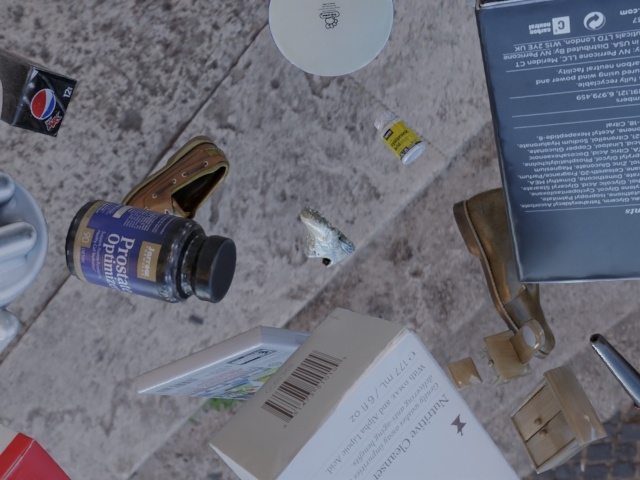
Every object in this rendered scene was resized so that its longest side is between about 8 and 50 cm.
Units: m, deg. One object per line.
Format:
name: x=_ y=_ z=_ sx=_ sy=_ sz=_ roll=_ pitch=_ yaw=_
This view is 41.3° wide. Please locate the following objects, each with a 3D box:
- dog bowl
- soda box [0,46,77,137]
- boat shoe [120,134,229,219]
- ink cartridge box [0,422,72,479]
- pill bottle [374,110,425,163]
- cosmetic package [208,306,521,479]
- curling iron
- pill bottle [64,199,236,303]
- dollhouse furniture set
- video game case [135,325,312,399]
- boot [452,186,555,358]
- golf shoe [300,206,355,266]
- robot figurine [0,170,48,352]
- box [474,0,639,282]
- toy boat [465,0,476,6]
dog bowl: x=0.020 y=-0.484 z=1.779 sx=0.265 sy=0.104 sz=0.265 roll=-1 pitch=123 yaw=-1
soda box: x=-0.309 y=-0.153 z=0.795 sx=0.169 sy=0.053 sz=0.060 roll=26 pitch=96 yaw=30
boat shoe: x=-0.314 y=-0.080 z=1.761 sx=0.307 sy=0.104 sz=0.110 roll=-48 pitch=141 yaw=10
ink cartridge box: x=-0.363 y=0.265 z=0.959 sx=0.231 sy=0.078 sz=0.134 roll=15 pitch=144 yaw=28
pill bottle: x=0.174 y=-0.231 z=1.892 sx=0.116 sy=0.065 sz=0.065 roll=50 pitch=120 yaw=16
cosmetic package: x=0.088 y=0.286 z=0.925 sx=0.217 sy=0.156 sz=0.385 roll=-47 pitch=114 yaw=-18
curling iron: x=0.413 y=0.199 z=1.075 sx=0.035 sy=0.068 sz=0.274 roll=-40 pitch=120 yaw=19
pill bottle: x=-0.237 y=0.020 z=1.206 sx=0.219 sy=0.123 sz=0.123 roll=12 pitch=121 yaw=15
dollhouse furniture set: x=0.206 y=0.296 z=1.248 sx=0.355 sy=0.303 sz=0.174 roll=-13 pitch=152 yaw=-18
video game case: x=-0.107 y=0.224 z=1.500 sx=0.329 sy=0.036 sz=0.300 roll=-26 pitch=153 yaw=37
boot: x=0.340 y=0.054 z=1.438 sx=0.115 sy=0.112 sz=0.305 roll=-25 pitch=93 yaw=23
golf shoe: x=0.000 y=0.000 z=1.735 sx=0.086 sy=0.069 sz=0.176 roll=-44 pitch=135 yaw=3
robot figurine: x=-0.507 y=0.020 z=1.191 sx=0.353 sy=0.200 sz=0.300 roll=-27 pitch=84 yaw=53
box: x=0.311 y=-0.189 z=0.964 sx=0.212 sy=0.293 sz=0.395 roll=-4 pitch=135 yaw=18
toy boat: x=0.413 y=-0.536 z=1.674 sx=0.148 sy=0.267 sz=0.318 roll=13 pitch=158 yaw=-14
